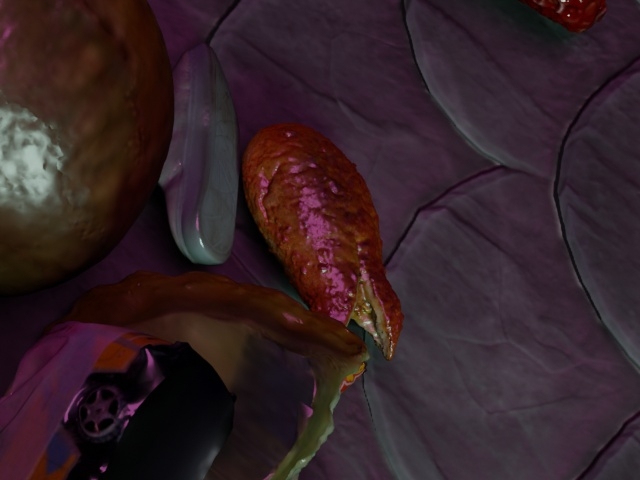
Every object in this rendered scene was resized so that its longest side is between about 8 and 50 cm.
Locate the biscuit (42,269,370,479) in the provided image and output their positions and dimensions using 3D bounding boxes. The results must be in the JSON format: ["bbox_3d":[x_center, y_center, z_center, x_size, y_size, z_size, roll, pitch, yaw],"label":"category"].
[{"bbox_3d":[-0.124,0.185,1.631,0.329,0.078,0.335,3,70,4],"label":"biscuit"}]

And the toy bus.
[{"bbox_3d":[-0.239,0.244,1.494,0.162,0.171,0.386,22,78,34],"label":"toy bus"}]

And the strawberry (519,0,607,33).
[{"bbox_3d":[0.248,-0.348,1.959,0.205,0.205,0.244,-40,103,-28],"label":"strawberry"}]

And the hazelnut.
[{"bbox_3d":[-0.317,-0.161,1.584,0.421,0.353,0.421,33,25,-18],"label":"hazelnut"}]

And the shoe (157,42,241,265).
[{"bbox_3d":[-0.139,-0.083,1.763,0.100,0.103,0.251,-11,58,14],"label":"shoe"}]

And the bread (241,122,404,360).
[{"bbox_3d":[0.006,-0.003,1.771,0.139,0.095,0.269,-6,61,-33],"label":"bread"}]

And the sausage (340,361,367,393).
[{"bbox_3d":[-0.017,0.158,1.743,0.145,0.048,0.050,-40,126,-27],"label":"sausage"}]
